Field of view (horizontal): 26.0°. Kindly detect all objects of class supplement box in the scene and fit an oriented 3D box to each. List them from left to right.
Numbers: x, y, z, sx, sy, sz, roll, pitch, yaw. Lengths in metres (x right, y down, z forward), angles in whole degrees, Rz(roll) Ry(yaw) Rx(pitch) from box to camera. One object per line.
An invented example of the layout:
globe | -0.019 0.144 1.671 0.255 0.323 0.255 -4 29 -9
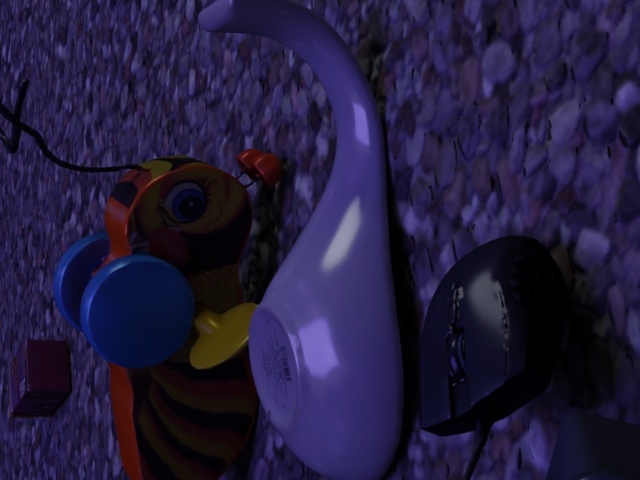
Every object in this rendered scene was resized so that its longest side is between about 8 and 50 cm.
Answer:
supplement box | -0.277 0.136 1.361 0.083 0.043 0.055 134 134 -56

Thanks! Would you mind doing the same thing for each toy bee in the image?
toy bee | -0.086 0.015 0.881 0.195 0.162 0.298 48 155 46

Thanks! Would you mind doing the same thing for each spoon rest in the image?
spoon rest | 0.000 0.000 0.767 0.137 0.084 0.276 -5 95 66

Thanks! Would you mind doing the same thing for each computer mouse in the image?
computer mouse | 0.050 0.070 0.528 0.071 0.041 0.242 -31 20 31

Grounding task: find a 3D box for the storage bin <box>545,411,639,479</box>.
storage bin | 0.110 0.130 0.489 0.091 0.098 0.135 -75 -3 -71
